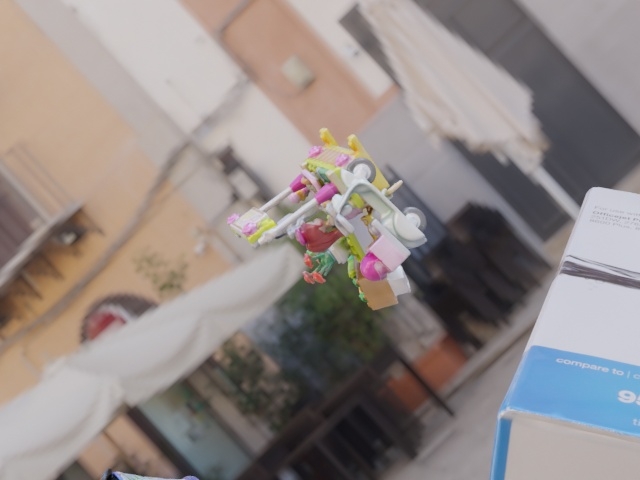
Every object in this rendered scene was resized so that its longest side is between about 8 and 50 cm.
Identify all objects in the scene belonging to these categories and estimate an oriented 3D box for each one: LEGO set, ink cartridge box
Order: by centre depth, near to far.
[{"bbox_3d":[0.000,0.000,1.233,0.107,0.132,0.287,-37,-8,-8],"label":"LEGO set"},{"bbox_3d":[0.246,0.168,1.288,0.395,0.166,0.285,-55,-28,-58],"label":"ink cartridge box"}]

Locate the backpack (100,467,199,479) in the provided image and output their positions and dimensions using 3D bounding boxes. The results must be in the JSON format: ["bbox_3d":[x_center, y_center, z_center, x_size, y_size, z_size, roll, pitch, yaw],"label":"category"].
[{"bbox_3d":[-0.176,0.387,1.738,0.213,0.263,0.276,6,-49,-29],"label":"backpack"}]
